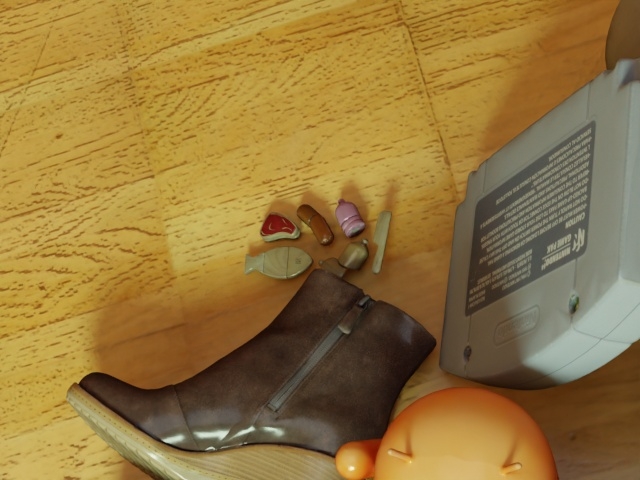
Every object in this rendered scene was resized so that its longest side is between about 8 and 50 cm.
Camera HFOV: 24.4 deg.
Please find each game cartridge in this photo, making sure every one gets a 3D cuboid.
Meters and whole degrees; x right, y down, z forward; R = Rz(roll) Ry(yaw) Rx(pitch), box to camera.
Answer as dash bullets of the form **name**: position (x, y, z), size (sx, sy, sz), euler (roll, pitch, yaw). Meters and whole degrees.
- **game cartridge**: position (0.169, 0.005, 1.071), size (0.060, 0.294, 0.196), euler (17, 70, -14)

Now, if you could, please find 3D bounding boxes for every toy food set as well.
- **toy food set**: position (0.000, 0.000, 1.243), size (0.122, 0.019, 0.078), euler (5, 71, 22)

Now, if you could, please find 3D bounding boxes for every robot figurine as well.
- **robot figurine**: position (0.104, 0.176, 1.044), size (0.128, 0.219, 0.158), euler (-38, 67, -4)

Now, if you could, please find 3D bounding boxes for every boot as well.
- **boot**: position (-0.056, 0.111, 1.187), size (0.248, 0.090, 0.207), euler (25, 70, 17)

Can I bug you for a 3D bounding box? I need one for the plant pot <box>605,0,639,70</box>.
- **plant pot**: position (0.358, -0.088, 1.068), size (0.323, 0.323, 0.280), euler (-29, 49, 0)
